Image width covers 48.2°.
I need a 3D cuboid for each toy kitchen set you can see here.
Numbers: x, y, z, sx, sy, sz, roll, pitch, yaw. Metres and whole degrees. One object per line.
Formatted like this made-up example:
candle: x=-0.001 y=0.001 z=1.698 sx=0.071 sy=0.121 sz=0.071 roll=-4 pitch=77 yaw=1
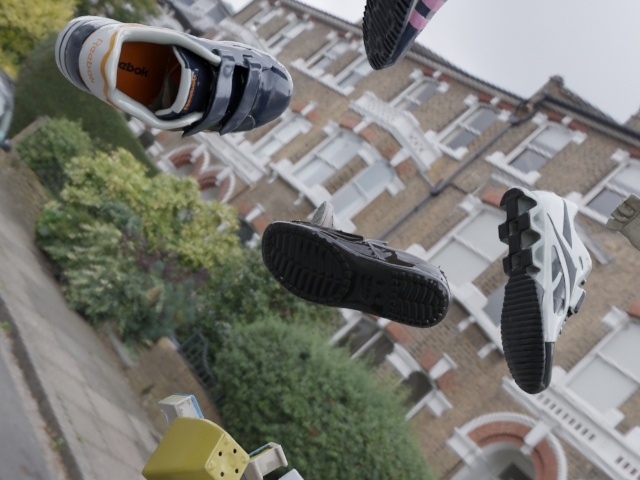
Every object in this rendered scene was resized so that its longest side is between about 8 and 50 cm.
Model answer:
toy kitchen set: x=-0.187 y=0.371 z=1.379 sx=0.122 sy=0.166 sz=0.207 roll=-19 pitch=-86 yaw=62

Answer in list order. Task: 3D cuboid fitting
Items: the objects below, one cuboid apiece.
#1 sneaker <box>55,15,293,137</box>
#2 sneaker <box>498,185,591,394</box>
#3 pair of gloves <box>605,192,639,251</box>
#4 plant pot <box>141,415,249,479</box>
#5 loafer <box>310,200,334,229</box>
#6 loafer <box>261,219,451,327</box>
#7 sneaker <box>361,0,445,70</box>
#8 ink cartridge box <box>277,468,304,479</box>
sneaker: x=-0.148 y=-0.187 z=0.879 sx=0.321 sy=0.126 sz=0.127 roll=1 pitch=22 yaw=-40
sneaker: x=0.374 y=0.080 z=1.146 sx=0.146 sy=0.330 sz=0.122 roll=5 pitch=-8 yaw=-17
pair of gloves: x=0.727 y=-0.074 z=1.449 sx=0.204 sy=0.240 sz=0.042 roll=31 pitch=17 yaw=9
plant pot: x=-0.129 y=0.249 z=0.794 sx=0.083 sy=0.081 sz=0.081 roll=-17 pitch=-61 yaw=40
loafer: x=0.000 y=0.000 z=1.097 sx=0.039 sy=0.125 sz=0.045 roll=28 pitch=-26 yaw=-18
loafer: x=0.039 y=0.033 z=0.781 sx=0.220 sy=0.080 sz=0.078 roll=22 pitch=22 yaw=15
sneaker: x=0.152 y=-0.338 z=0.938 sx=0.319 sy=0.131 sz=0.112 roll=123 pitch=-48 yaw=-62
ink cartridge box: x=-0.021 y=0.637 z=1.512 sx=0.223 sy=0.129 sz=0.307 roll=56 pitch=-13 yaw=0
